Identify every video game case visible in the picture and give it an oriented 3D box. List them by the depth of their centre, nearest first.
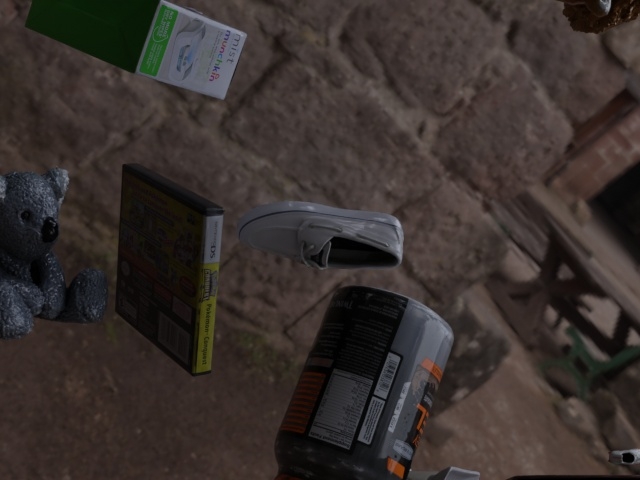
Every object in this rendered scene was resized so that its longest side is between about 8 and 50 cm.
[{"bbox_3d":[-0.232,0.036,1.502,0.035,0.248,0.275,-6,20,-35],"label":"video game case"}]

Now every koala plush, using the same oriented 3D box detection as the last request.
[{"bbox_3d":[-0.427,0.003,1.418,0.203,0.221,0.196,12,14,38],"label":"koala plush"}]

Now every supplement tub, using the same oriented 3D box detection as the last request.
[{"bbox_3d":[0.059,0.256,1.531,0.207,0.338,0.207,20,-18,7],"label":"supplement tub"}]

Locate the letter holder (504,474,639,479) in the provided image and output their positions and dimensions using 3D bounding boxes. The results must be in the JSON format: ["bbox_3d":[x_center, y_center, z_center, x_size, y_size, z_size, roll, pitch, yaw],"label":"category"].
[{"bbox_3d":[0.477,0.470,1.695,0.214,0.301,0.152,94,-3,-70],"label":"letter holder"}]

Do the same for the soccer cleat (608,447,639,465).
[{"bbox_3d":[0.515,0.360,1.670,0.083,0.029,0.035,7,-8,-30],"label":"soccer cleat"}]

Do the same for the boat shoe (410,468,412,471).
[{"bbox_3d":[0.140,0.479,1.717,0.277,0.098,0.096,53,40,2],"label":"boat shoe"}]

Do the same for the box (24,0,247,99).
[{"bbox_3d":[-0.296,-0.345,1.635,0.262,0.127,0.231,26,9,28],"label":"box"}]

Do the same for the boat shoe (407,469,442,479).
[{"bbox_3d":[0.188,0.412,1.580,0.254,0.095,0.079,175,-89,-70],"label":"boat shoe"}]

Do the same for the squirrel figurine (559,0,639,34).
[{"bbox_3d":[0.453,-0.454,1.491,0.281,0.370,0.397,29,-19,35],"label":"squirrel figurine"}]

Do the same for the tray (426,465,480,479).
[{"bbox_3d":[0.118,0.418,1.358,0.030,0.270,0.145,32,0,30],"label":"tray"}]

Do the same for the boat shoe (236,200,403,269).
[{"bbox_3d":[0.000,0.000,1.532,0.084,0.258,0.095,-90,180,-46],"label":"boat shoe"}]
